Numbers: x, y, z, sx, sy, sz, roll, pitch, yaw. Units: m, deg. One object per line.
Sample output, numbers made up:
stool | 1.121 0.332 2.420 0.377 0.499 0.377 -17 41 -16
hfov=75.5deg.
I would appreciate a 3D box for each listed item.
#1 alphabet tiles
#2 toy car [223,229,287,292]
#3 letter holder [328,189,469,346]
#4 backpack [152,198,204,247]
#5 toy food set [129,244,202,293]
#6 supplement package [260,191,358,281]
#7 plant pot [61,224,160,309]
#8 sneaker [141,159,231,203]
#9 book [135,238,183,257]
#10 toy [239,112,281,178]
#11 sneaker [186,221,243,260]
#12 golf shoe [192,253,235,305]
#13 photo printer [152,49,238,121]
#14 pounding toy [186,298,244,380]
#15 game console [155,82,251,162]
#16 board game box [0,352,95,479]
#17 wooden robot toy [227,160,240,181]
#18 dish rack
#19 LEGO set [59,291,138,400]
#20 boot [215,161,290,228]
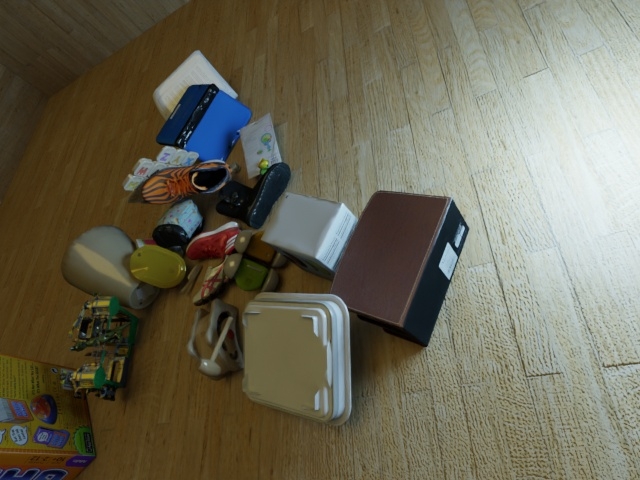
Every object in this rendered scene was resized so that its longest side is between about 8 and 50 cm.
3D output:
alphabet tiles | -0.579 -0.229 1.526 0.278 0.284 0.021 -44 74 21
toy car | -0.195 0.064 1.214 0.136 0.159 0.181 -23 44 66
letter holder | 0.177 0.054 0.956 0.215 0.152 0.301 12 72 40
backpack | -0.492 -0.062 1.460 0.152 0.115 0.182 0 39 19
toy food set | -0.528 0.102 1.397 0.071 0.218 0.128 -41 27 65
supplement package | 0.000 0.000 1.066 0.194 0.203 0.149 16 74 39
plant pot | -0.704 0.118 1.454 0.274 0.256 0.256 28 81 23
sneaker | -0.462 -0.201 1.410 0.321 0.124 0.180 -22 17 -7
book | -0.574 0.026 1.472 0.096 0.144 0.035 51 131 42
toy | -0.210 -0.333 1.493 0.137 0.056 0.237 -24 58 17
sneaker | -0.348 0.034 1.353 0.221 0.087 0.128 -30 50 17
golf shoe | -0.330 0.126 1.286 0.186 0.067 0.086 -43 77 -1
photo printer | -0.546 -0.612 1.770 0.307 0.107 0.256 -42 88 7
pounding toy | -0.252 0.271 1.125 0.155 0.154 0.269 -30 32 16
game console | -0.467 -0.458 1.655 0.250 0.173 0.293 16 73 38
board game box | -0.986 0.612 1.257 0.356 0.356 0.356 -45 49 3
wooden robot toy | -0.392 -0.248 1.547 0.173 0.079 0.076 -21 54 22
dish rack | -0.080 0.266 0.961 0.333 0.072 0.285 -5 83 41
LEGO set | -0.735 0.339 1.316 0.192 0.255 0.330 -3 72 2
boot | -0.236 -0.174 1.391 0.207 0.094 0.246 25 86 36
